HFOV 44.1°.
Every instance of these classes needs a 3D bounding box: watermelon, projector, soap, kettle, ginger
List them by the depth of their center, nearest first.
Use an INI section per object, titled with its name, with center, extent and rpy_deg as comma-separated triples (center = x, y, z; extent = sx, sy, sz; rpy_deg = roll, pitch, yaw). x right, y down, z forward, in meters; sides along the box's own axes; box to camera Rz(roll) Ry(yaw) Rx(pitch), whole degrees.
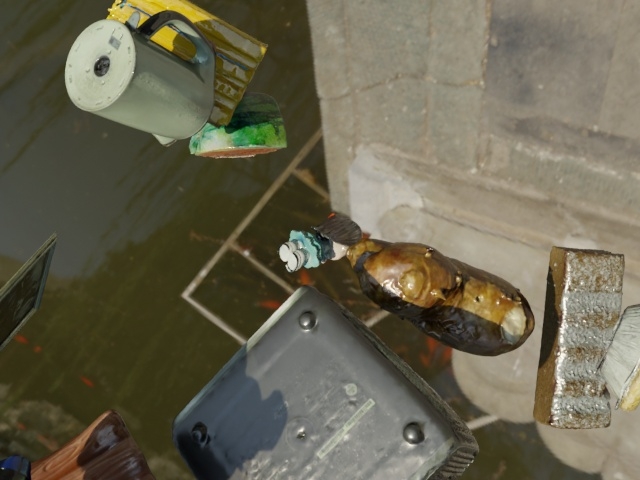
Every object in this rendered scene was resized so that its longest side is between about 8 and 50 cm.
[projector]
center = 0.005, 0.352, 1.391
extent = 0.405, 0.395, 0.242
rpy_deg = 44, -179, 27
[kettle]
center = -0.305, -0.306, 1.460
extent = 0.165, 0.240, 0.255
rpy_deg = 37, -170, 31
[ginger]
center = 0.253, 0.118, 1.581
extent = 0.418, 0.176, 0.254
rpy_deg = 27, -175, -8
[soap]
center = -0.296, -0.403, 1.669
extent = 0.324, 0.096, 0.204
rpy_deg = 29, 106, -11
[watermelon]
center = -0.193, -0.271, 1.806
extent = 0.231, 0.146, 0.128
rpy_deg = -2, 178, -2

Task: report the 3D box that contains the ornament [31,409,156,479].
[ornament]
center = -0.389, 0.414, 1.263
extent = 0.221, 0.217, 0.235
rpy_deg = 9, 120, 57

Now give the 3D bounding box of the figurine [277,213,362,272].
[figurine]
center = 0.000, 0.000, 2.059
extent = 0.138, 0.245, 0.110
rpy_deg = 48, 136, 25

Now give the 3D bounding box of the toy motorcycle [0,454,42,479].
[toy motorcycle]
center = -0.424, 0.408, 0.920
extent = 0.125, 0.331, 0.196
rpy_deg = 38, 129, -26

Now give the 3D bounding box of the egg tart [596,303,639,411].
[egg tart]
center = 0.554, 0.188, 1.390
extent = 0.094, 0.234, 0.234
rpy_deg = 24, 145, 22

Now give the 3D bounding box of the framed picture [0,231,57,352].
[framed picture]
center = -0.613, 0.140, 1.588
extent = 0.019, 0.232, 0.296
rpy_deg = 32, 137, -3

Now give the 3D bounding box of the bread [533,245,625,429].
[bread]
center = 0.590, 0.222, 1.800
extent = 0.165, 0.417, 0.113
rpy_deg = 0, -172, -18
